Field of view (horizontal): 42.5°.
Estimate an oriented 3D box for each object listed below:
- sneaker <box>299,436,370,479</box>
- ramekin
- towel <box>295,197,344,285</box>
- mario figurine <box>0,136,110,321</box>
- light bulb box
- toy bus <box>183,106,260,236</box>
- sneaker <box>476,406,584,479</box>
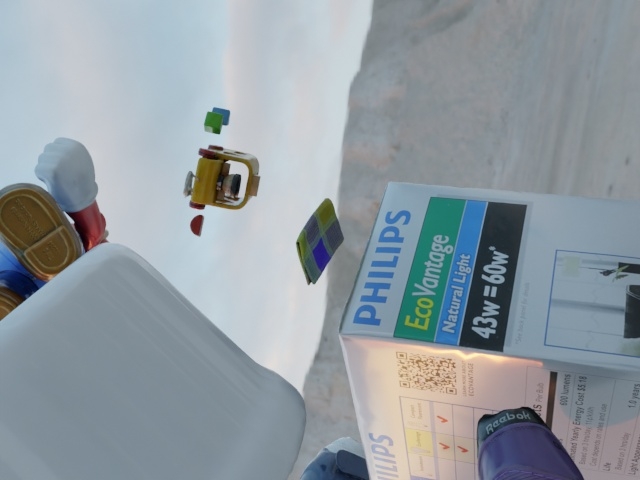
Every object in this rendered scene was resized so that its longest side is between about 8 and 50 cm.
[{"bbox_3d":[0.109,0.434,1.221,0.236,0.322,0.130,-43,-8,-50],"label":"sneaker"},{"bbox_3d":[-0.153,0.126,0.412,0.277,0.135,0.277,-39,9,7],"label":"ramekin"},{"bbox_3d":[0.000,0.000,0.846,0.083,0.009,0.060,-53,-44,-47],"label":"towel"},{"bbox_3d":[-0.289,0.014,0.762,0.320,0.198,0.170,164,90,-79],"label":"mario figurine"},{"bbox_3d":[0.237,0.144,0.929,0.358,0.360,0.225,78,-155,-46],"label":"light bulb box"},{"bbox_3d":[-0.154,-0.101,1.376,0.191,0.104,0.202,102,179,-56],"label":"toy bus"},{"bbox_3d":[0.190,0.234,0.694,0.283,0.107,0.124,69,-173,-49],"label":"sneaker"}]
